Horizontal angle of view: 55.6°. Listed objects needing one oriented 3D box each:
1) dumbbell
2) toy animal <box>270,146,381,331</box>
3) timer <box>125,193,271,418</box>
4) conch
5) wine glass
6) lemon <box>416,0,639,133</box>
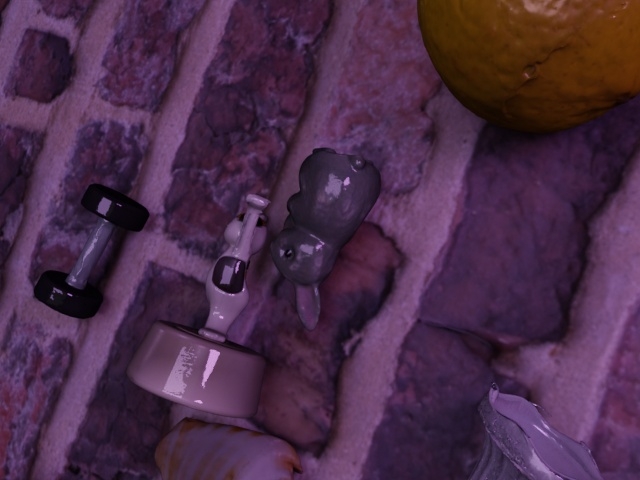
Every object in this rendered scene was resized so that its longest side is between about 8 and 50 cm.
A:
[{"bbox_3d":[-0.349,0.017,0.930,0.100,0.100,0.191,30,93,24],"label":"dumbbell"},{"bbox_3d":[-0.007,-0.008,0.783,0.108,0.138,0.236,25,86,-9],"label":"toy animal"},{"bbox_3d":[-0.124,0.076,0.797,0.175,0.175,0.265,15,81,24],"label":"timer"},{"bbox_3d":[-0.123,0.307,0.757,0.255,0.127,0.158,16,76,26],"label":"conch"},{"bbox_3d":[0.184,0.273,0.635,0.165,0.165,0.196,44,102,23],"label":"wine glass"},{"bbox_3d":[0.238,-0.254,0.648,0.293,0.293,0.292,-4,79,22],"label":"lemon"}]
